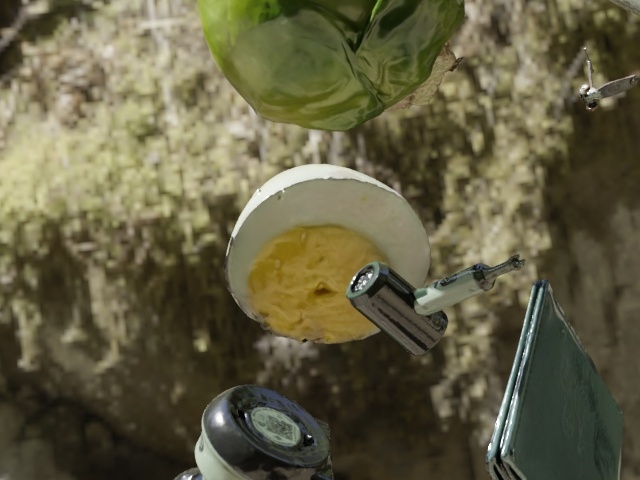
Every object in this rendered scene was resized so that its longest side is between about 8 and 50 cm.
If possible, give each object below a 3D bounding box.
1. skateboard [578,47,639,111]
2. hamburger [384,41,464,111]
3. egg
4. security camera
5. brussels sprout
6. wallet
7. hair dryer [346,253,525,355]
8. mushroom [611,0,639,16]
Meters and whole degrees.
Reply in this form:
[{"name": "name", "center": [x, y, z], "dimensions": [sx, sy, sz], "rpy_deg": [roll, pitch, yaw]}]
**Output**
[{"name": "skateboard", "center": [0.303, -0.178, 1.698], "dimensions": [0.064, 0.083, 0.032], "rpy_deg": [-21, -58, 17]}, {"name": "hamburger", "center": [0.045, -0.226, 1.955], "dimensions": [0.155, 0.245, 0.282], "rpy_deg": [-16, -30, -19]}, {"name": "egg", "center": [0.000, 0.000, 2.635], "dimensions": [0.337, 0.337, 0.201], "rpy_deg": [-7, 28, -7]}, {"name": "security camera", "center": [-0.122, 0.361, 2.262], "dimensions": [0.191, 0.197, 0.277], "rpy_deg": [23, -65, -15]}, {"name": "brussels sprout", "center": [0.009, -0.247, 1.661], "dimensions": [0.259, 0.227, 0.294], "rpy_deg": [26, -32, -10]}, {"name": "wallet", "center": [0.273, 0.223, 1.816], "dimensions": [0.054, 0.251, 0.290], "rpy_deg": [-10, -46, 30]}, {"name": "hair dryer", "center": [0.124, 0.045, 1.586], "dimensions": [0.100, 0.057, 0.198], "rpy_deg": [41, -44, -24]}, {"name": "mushroom", "center": [0.421, -0.341, 2.041], "dimensions": [0.097, 0.351, 0.109], "rpy_deg": [21, -76, -41]}]
